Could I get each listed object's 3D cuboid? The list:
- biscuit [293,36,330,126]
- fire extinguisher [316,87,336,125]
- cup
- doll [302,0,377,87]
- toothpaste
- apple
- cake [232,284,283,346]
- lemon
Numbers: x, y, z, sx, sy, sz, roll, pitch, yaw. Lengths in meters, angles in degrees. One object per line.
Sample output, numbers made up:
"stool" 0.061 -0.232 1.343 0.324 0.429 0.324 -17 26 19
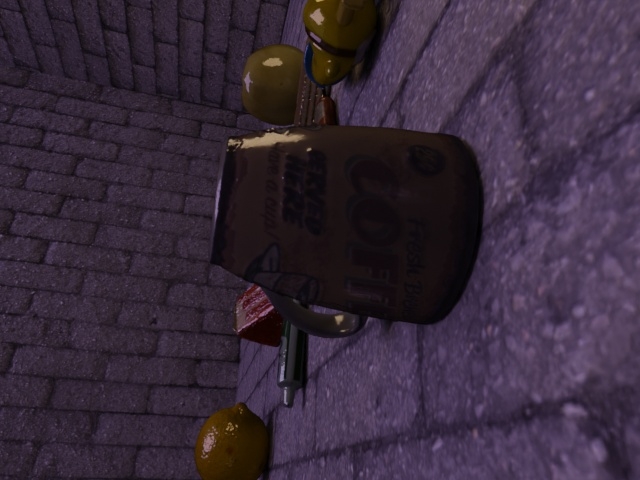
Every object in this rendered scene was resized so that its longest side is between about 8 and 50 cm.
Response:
"biscuit" -0.026 -0.375 1.334 0.144 0.078 0.426 162 116 -77
"fire extinguisher" 0.013 -0.309 1.175 0.062 0.050 0.177 72 -168 -50
"cup" 0.000 0.000 0.570 0.227 0.257 0.301 -94 15 -51
"doll" 0.027 -0.400 0.964 0.363 0.145 0.200 134 151 -77
"toothpaste" -0.064 0.212 1.182 0.099 0.061 0.392 116 161 -56
"apple" -0.140 -0.519 1.607 0.262 0.262 0.262 -172 90 -78
"cake" -0.120 0.205 1.463 0.262 0.159 0.158 -34 37 25
"lemon" -0.269 0.630 1.463 0.228 0.228 0.254 -119 40 -70
